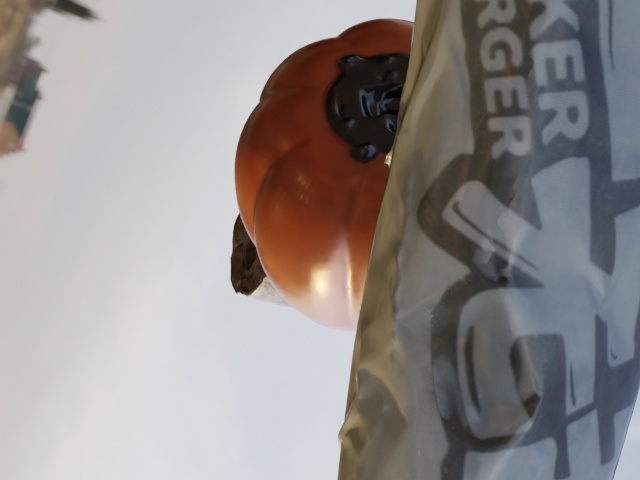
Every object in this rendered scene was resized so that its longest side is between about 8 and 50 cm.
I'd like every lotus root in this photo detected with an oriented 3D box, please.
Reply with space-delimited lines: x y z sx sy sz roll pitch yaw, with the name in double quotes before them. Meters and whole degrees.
"lotus root" 0.000 -0.001 1.785 0.188 0.180 0.199 -50 -155 34

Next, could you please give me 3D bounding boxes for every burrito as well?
"burrito" 0.076 0.009 0.549 0.101 0.139 0.445 16 -82 42

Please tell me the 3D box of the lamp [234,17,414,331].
"lamp" 0.044 -0.029 0.843 0.164 0.188 0.187 82 17 -56
